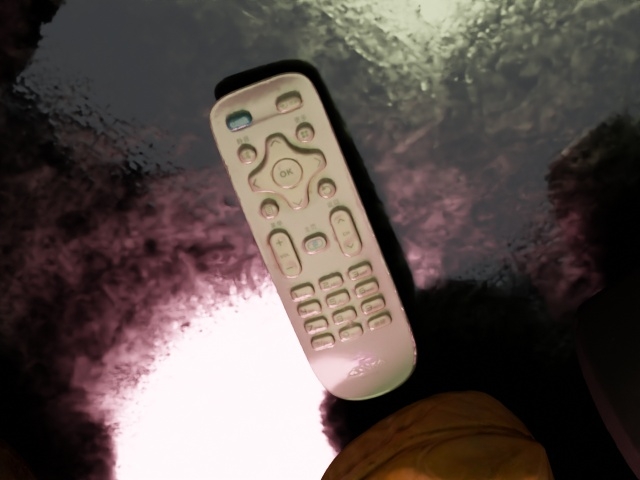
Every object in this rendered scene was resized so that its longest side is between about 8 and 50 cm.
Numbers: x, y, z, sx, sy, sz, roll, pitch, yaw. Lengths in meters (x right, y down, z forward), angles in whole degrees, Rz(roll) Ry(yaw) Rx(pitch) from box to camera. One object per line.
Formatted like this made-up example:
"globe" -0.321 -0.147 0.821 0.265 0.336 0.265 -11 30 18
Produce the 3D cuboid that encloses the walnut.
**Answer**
"walnut" 0.073 0.179 1.161 0.180 0.144 0.144 -43 109 12

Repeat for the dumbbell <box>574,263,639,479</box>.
"dumbbell" 0.334 0.039 1.043 0.322 0.204 0.204 -35 112 19

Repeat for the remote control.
"remote control" 0.000 0.000 1.126 0.073 0.044 0.229 -20 108 9

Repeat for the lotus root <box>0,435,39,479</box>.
"lotus root" -0.333 0.165 1.156 0.397 0.179 0.196 33 131 -10
